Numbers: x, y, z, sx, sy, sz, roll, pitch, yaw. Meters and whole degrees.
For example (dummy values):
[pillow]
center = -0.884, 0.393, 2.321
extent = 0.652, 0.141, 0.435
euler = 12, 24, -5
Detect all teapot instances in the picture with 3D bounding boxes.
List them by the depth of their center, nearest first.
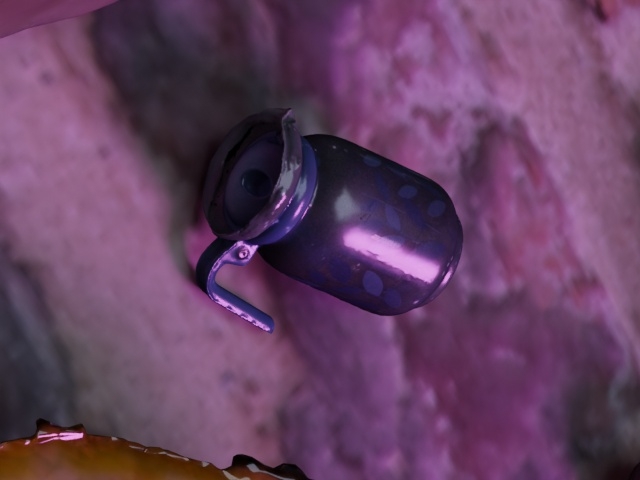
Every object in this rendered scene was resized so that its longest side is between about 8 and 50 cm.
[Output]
[teapot]
center = 0.000, -0.004, 0.616
extent = 0.083, 0.063, 0.049
euler = 24, 40, -34

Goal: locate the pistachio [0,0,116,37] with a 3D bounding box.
[pistachio]
center = -0.046, -0.160, 0.524
extent = 0.288, 0.197, 0.166
euler = -29, 61, -27

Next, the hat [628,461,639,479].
[hat]
center = 0.139, 0.104, 0.729
extent = 0.087, 0.042, 0.058
euler = 4, 91, -74

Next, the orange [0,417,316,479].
[orange]
center = -0.001, 0.188, 0.463
extent = 0.310, 0.274, 0.274
euler = -2, 86, -2
